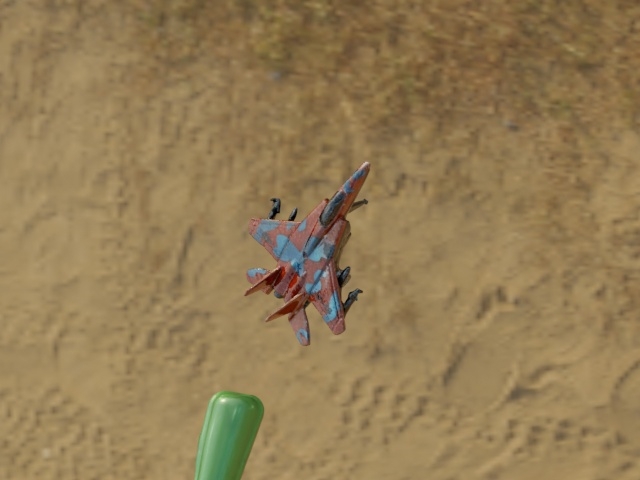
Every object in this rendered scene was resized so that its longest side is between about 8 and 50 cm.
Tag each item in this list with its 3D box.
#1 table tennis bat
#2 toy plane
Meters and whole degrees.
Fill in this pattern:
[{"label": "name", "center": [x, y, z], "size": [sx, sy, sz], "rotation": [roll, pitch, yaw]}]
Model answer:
[{"label": "table tennis bat", "center": [-0.093, 0.236, 1.312], "size": [0.160, 0.039, 0.257], "rotation": [13, 75, 7]}, {"label": "toy plane", "center": [0.002, 0.000, 1.456], "size": [0.130, 0.061, 0.189], "rotation": [50, 125, 21]}]
